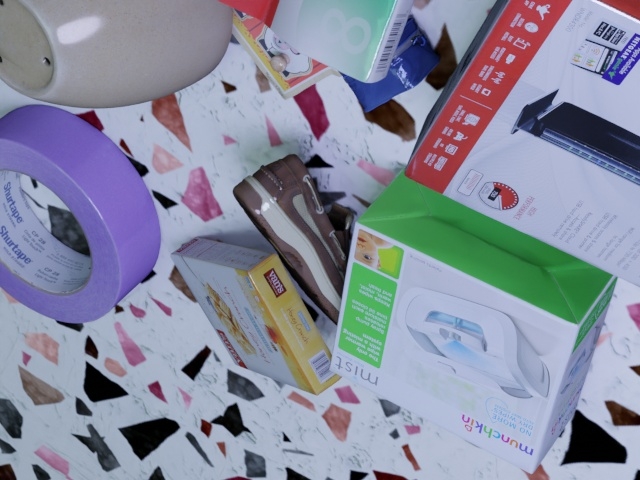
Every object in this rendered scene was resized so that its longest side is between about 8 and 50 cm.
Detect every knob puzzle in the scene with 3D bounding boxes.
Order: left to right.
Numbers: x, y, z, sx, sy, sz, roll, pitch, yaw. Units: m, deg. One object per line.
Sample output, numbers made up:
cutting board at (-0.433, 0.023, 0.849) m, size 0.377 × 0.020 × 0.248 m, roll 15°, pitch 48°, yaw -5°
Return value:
knob puzzle at (-0.035, -0.248, 1.786) m, size 0.213 × 0.030 × 0.213 m, roll 21°, pitch 132°, yaw 24°

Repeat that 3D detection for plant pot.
plant pot at (-0.262, -0.252, 1.819) m, size 0.284 × 0.191 × 0.284 m, roll 26°, pitch 136°, yaw 27°

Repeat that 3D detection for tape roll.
tape roll at (-0.338, -0.031, 2.149) m, size 0.275 × 0.090 × 0.274 m, roll 21°, pitch 134°, yaw 24°

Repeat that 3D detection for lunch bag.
lunch bag at (0.068, -0.184, 1.729) m, size 0.098 × 0.067 × 0.065 m, roll -26°, pitch 105°, yaw 43°

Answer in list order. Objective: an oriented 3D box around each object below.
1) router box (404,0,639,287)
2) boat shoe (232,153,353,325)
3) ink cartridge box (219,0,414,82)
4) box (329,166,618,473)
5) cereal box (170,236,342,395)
router box at (0.271, -0.109, 1.524) m, size 0.301 × 0.082 × 0.335 m, roll 25°, pitch 147°, yaw -2°
boat shoe at (0.004, 0.004, 1.909) m, size 0.095 × 0.095 × 0.257 m, roll 43°, pitch 171°, yaw 45°
ink cartridge box at (-0.008, -0.281, 1.672) m, size 0.225 × 0.056 × 0.181 m, roll 26°, pitch 109°, yaw 18°
box at (0.161, 0.084, 1.830) m, size 0.262 × 0.127 × 0.231 m, roll 26°, pitch 133°, yaw 17°
cereal box at (-0.079, 0.086, 2.007) m, size 0.173 × 0.047 × 0.240 m, roll 61°, pitch 159°, yaw -17°
